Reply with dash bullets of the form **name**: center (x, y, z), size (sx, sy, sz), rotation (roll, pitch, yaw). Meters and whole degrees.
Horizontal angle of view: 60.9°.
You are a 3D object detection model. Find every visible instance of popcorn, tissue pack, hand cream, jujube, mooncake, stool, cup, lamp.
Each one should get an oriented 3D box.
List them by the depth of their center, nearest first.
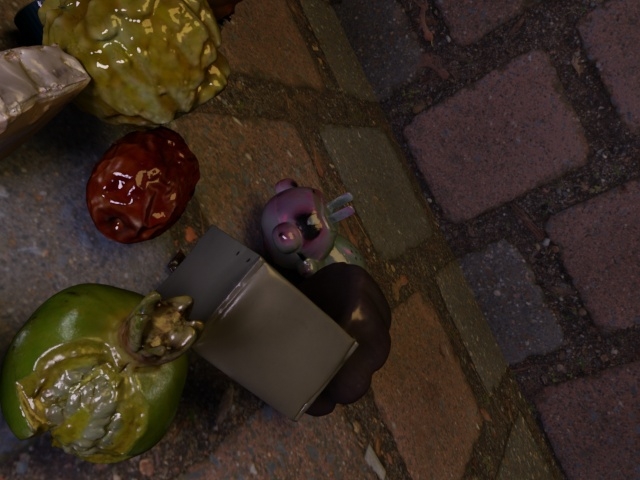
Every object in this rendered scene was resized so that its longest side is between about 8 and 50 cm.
- **tissue pack**: center (-0.442, -0.167, 0.733), size (0.090, 0.222, 0.186), rotation (55, 29, -18)
- **popcorn**: center (-0.299, -0.311, 0.867), size (0.247, 0.281, 0.282), rotation (82, 3, -54)
- **stool**: center (-0.117, 0.132, 0.937), size (0.243, 0.170, 0.269), rotation (45, -10, -28)
- **jujube**: center (-0.307, -0.102, 0.955), size (0.174, 0.174, 0.250), rotation (50, 32, -22)
- **cup**: center (-0.450, -0.354, 1.007), size (0.155, 0.131, 0.176), rotation (62, 3, -11)
- **hand cream**: center (-0.231, 0.091, 1.062), size (0.163, 0.039, 0.062), rotation (47, 33, -15)
- **mooncake**: center (0.012, 0.199, 1.116), size (0.154, 0.306, 0.306), rotation (49, 31, -24)
- **lamp**: center (0.000, 0.000, 1.303), size (0.301, 0.247, 0.247), rotation (50, 26, -32)

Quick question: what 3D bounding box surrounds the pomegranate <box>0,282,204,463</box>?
- **pomegranate**: center (-0.258, 0.147, 0.687), size (0.236, 0.301, 0.236), rotation (35, 33, -27)

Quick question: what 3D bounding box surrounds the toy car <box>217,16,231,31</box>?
- **toy car**: center (-0.330, -0.474, 1.237), size (0.166, 0.198, 0.314), rotation (38, 34, -9)

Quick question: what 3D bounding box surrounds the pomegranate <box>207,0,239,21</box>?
- **pomegranate**: center (-0.228, -0.567, 1.060), size (0.264, 0.264, 0.264), rotation (39, 36, -36)
